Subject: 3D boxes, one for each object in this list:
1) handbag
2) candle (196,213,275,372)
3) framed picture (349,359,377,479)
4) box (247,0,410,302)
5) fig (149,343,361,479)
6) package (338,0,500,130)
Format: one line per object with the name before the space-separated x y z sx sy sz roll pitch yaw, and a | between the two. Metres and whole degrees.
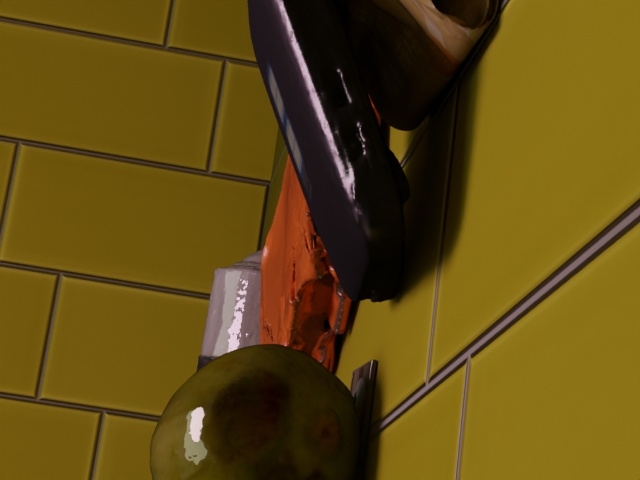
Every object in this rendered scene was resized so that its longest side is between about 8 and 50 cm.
handbag | 0.000 0.000 2.073 0.410 0.116 0.303 106 168 -48
candle | -0.093 0.109 2.397 0.187 0.187 0.330 134 145 -79
framed picture | 0.040 0.249 1.782 0.136 0.010 0.201 125 153 -77
box | 0.011 -0.118 1.593 0.359 0.091 0.350 88 162 -77
fig | -0.088 0.245 1.726 0.271 0.239 0.239 -13 60 38
package | 0.076 -0.268 1.536 0.311 0.165 0.221 123 155 -76
